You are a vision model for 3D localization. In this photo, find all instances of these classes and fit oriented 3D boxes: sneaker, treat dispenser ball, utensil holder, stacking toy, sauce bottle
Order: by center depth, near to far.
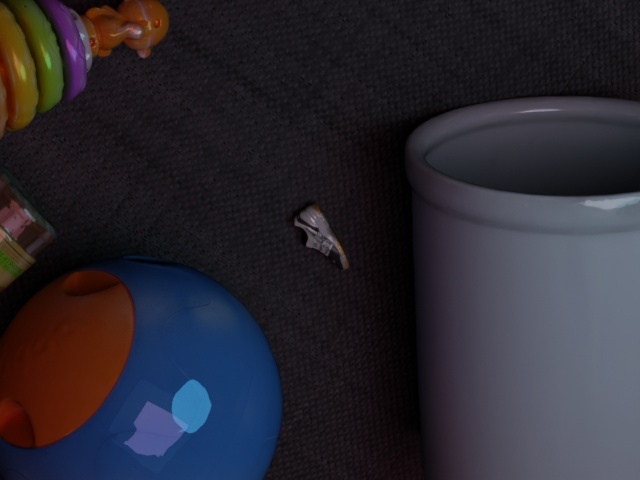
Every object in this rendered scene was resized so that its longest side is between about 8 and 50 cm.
[{"bbox_3d":[-0.277,-0.174,1.634,0.302,0.166,0.175,-21,109,-26],"label":"stacking toy"},{"bbox_3d":[-0.408,0.071,1.674,0.344,0.111,0.111,-43,117,-2],"label":"sauce bottle"},{"bbox_3d":[-0.180,0.159,1.692,0.288,0.288,0.288,-7,110,-19],"label":"treat dispenser ball"},{"bbox_3d":[0.254,0.079,1.818,0.328,0.327,0.385,-9,112,-18],"label":"utensil holder"},{"bbox_3d":[0.000,0.000,1.858,0.037,0.032,0.083,-30,112,5],"label":"sneaker"}]
